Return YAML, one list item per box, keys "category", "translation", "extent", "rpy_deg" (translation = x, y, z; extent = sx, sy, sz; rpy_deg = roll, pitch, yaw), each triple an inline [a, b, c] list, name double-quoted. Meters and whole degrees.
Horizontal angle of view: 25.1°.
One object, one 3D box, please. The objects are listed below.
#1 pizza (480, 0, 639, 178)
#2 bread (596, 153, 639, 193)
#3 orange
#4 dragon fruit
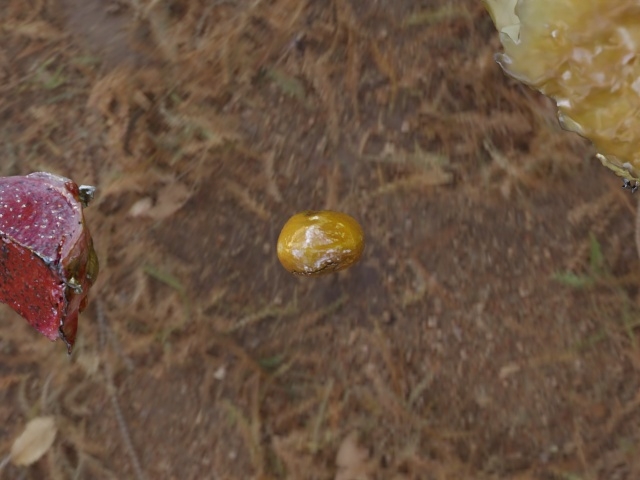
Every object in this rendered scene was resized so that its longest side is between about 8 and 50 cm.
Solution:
- category: "pizza"
  translation: [0.207, -0.087, 0.379]
  extent: [0.258, 0.087, 0.268]
  rpy_deg: [31, 129, -26]
- category: "bread"
  translation: [0.441, -0.100, 1.640]
  extent: [0.129, 0.260, 0.134]
  rpy_deg: [26, 89, -27]
- category: "orange"
  translation: [0.000, 0.000, 1.385]
  extent: [0.086, 0.086, 0.062]
  rpy_deg: [-5, 110, 5]
- category: "dragon fruit"
  translation: [-0.217, 0.003, 1.136]
  extent: [0.147, 0.096, 0.102]
  rpy_deg: [36, 135, 19]
